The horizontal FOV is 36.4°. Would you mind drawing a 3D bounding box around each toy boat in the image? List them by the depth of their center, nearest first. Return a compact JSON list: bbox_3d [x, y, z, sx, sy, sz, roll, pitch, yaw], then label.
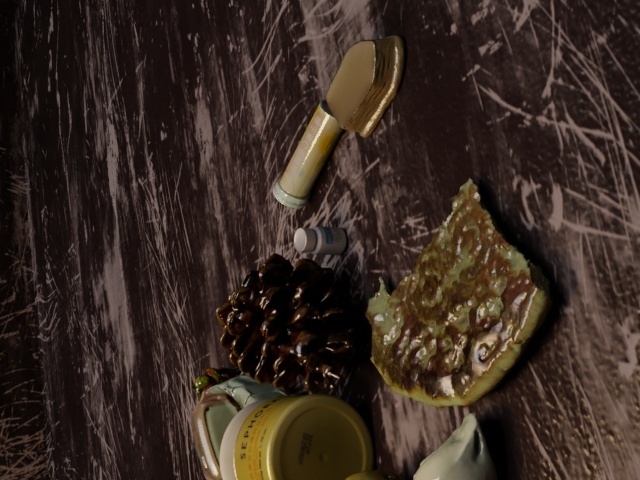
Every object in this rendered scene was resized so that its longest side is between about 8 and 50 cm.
[{"bbox_3d":[0.081,-0.282,1.703,0.188,0.061,0.116,-60,41,37],"label":"toy boat"}]

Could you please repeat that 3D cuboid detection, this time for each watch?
[{"bbox_3d":[-0.135,0.378,1.914,0.241,0.162,0.253,-49,55,50],"label":"watch"}]

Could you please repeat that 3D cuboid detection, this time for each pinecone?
[{"bbox_3d":[-0.045,0.154,1.739,0.257,0.243,0.243,26,116,16],"label":"pinecone"}]

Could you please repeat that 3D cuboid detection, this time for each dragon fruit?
[{"bbox_3d":[-0.215,0.338,2.123,0.138,0.175,0.142,-7,52,48],"label":"dragon fruit"}]

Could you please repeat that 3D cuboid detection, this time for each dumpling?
[{"bbox_3d":[0.194,0.363,1.439,0.151,0.124,0.228,170,119,-80],"label":"dumpling"}]

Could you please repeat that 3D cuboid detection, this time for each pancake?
[{"bbox_3d":[0.200,0.113,1.506,0.426,0.067,0.304,-53,38,44],"label":"pancake"}]

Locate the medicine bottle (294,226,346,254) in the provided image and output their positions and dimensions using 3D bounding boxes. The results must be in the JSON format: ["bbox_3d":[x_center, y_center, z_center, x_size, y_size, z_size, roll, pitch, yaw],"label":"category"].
[{"bbox_3d":[0.000,0.000,1.792,0.052,0.089,0.052,-4,85,59],"label":"medicine bottle"}]

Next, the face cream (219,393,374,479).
[{"bbox_3d":[-0.042,0.382,1.715,0.179,0.218,0.218,-19,72,56],"label":"face cream"}]

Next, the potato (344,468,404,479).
[{"bbox_3d":[0.113,0.500,1.502,0.140,0.173,0.300,-31,60,30],"label":"potato"}]

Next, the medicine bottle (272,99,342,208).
[{"bbox_3d":[-0.017,-0.164,1.851,0.218,0.074,0.074,-61,41,34],"label":"medicine bottle"}]
